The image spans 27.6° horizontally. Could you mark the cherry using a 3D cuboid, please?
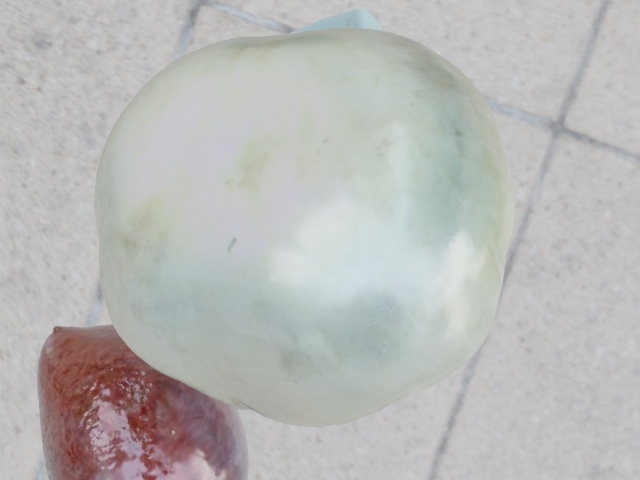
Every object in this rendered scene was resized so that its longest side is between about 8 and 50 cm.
[{"bbox_3d":[-0.176,0.191,1.307,0.206,0.239,0.239,-2,107,-3],"label":"cherry"}]

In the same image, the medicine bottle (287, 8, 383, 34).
[{"bbox_3d":[0.032,-0.050,0.974,0.121,0.083,0.229,-23,122,12],"label":"medicine bottle"}]

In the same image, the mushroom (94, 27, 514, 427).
[{"bbox_3d":[0.000,0.000,0.782,0.254,0.260,0.234,-35,146,4],"label":"mushroom"}]
